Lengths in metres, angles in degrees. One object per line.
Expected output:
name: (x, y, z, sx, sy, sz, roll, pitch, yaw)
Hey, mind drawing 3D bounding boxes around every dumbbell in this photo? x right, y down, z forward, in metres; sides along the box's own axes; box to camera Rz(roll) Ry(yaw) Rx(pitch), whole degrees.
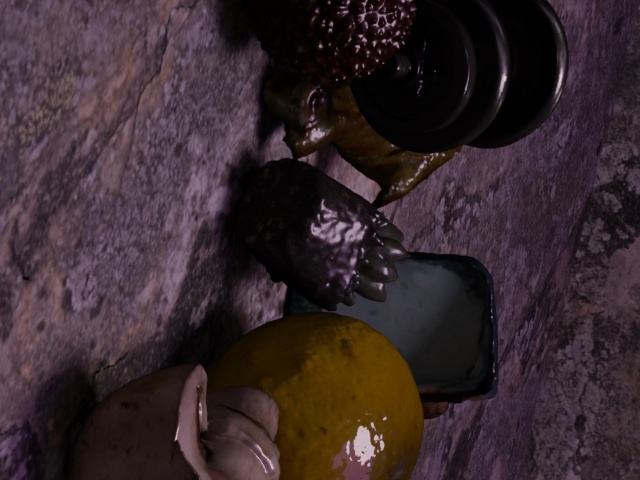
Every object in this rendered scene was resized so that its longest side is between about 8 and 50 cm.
dumbbell: (0.151, -0.191, 1.714, 0.290, 0.192, 0.192, -8, 111, -55)

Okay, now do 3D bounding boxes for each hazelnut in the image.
hazelnut: (0.167, 0.244, 2.513, 0.086, 0.086, 0.086, 14, 90, -71)

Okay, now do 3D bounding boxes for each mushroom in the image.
mushroom: (-0.132, 0.229, 1.471, 0.195, 0.189, 0.254, -75, 144, -53)

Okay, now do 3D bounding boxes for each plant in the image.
plant: (0.000, 0.000, 1.725, 0.132, 0.129, 0.194, -55, 135, -2)

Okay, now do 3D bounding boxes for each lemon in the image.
lemon: (-0.018, 0.205, 1.684, 0.260, 0.260, 0.284, 84, 17, -45)

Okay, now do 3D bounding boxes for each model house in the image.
model house: (0.111, 0.116, 2.001, 0.291, 0.253, 0.184, 27, 62, -75)

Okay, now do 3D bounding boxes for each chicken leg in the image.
chicken leg: (0.052, -0.133, 1.846, 0.361, 0.140, 0.211, -31, 112, -51)

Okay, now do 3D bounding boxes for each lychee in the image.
lychee: (0.006, -0.248, 1.561, 0.188, 0.188, 0.188, 14, 90, -71)
